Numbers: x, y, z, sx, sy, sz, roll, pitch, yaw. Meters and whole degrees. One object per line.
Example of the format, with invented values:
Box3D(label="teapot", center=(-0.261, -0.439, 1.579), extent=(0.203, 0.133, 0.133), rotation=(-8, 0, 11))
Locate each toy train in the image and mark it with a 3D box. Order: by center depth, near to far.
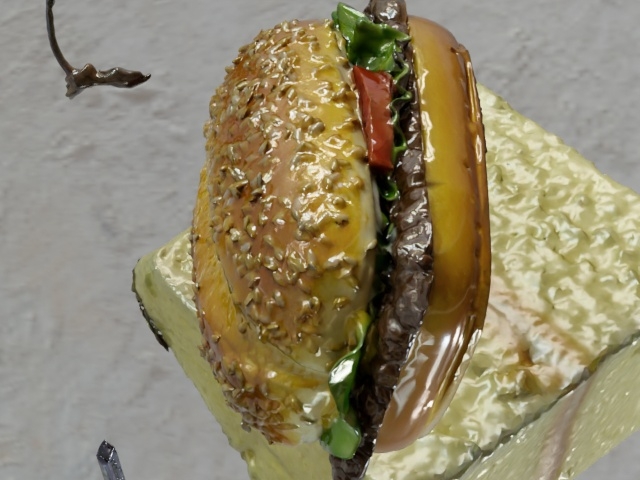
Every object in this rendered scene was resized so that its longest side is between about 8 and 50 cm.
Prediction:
Box3D(label="toy train", center=(-0.194, 0.206, 1.601), extent=(0.017, 0.017, 0.083), rotation=(-48, 160, -22))

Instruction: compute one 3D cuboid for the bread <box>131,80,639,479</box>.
Box3D(label="bread", center=(0.051, 0.053, 1.005), extent=(0.263, 0.236, 0.198), rotation=(-32, 152, -28))

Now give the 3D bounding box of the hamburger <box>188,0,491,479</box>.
Box3D(label="hamburger", center=(0.000, 0.000, 0.596), extent=(0.087, 0.137, 0.166), rotation=(7, 42, -10))

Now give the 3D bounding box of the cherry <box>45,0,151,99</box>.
Box3D(label="cherry", center=(-0.116, -0.179, 0.882), extent=(0.107, 0.090, 0.225), rotation=(-25, 129, -13))
